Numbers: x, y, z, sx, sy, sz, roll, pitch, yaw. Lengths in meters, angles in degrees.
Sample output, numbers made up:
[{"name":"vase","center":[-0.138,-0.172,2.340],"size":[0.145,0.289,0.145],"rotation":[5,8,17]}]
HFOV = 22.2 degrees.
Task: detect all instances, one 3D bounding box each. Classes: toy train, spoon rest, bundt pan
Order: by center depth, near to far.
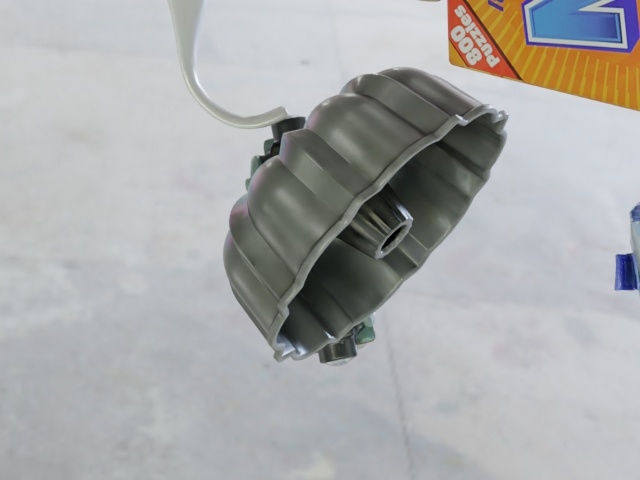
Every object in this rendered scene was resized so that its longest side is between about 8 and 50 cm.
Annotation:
[{"name":"bundt pan","center":[0.030,-0.041,1.602],"size":[0.124,0.331,0.331],"rotation":[44,38,16]},{"name":"spoon rest","center":[-0.137,-0.234,1.770],"size":[0.084,0.276,0.137],"rotation":[-31,2,0]},{"name":"toy train","center":[0.000,0.000,2.160],"size":[0.142,0.334,0.190],"rotation":[-14,-4,9]}]

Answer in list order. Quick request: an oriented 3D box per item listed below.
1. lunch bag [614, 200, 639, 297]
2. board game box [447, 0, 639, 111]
[{"name":"lunch bag","center":[0.349,-0.001,1.263],"size":[0.243,0.115,0.303],"rotation":[-8,-4,12]},{"name":"board game box","center":[0.336,-0.316,1.212],"size":[0.356,0.356,0.356],"rotation":[19,36,36]}]
